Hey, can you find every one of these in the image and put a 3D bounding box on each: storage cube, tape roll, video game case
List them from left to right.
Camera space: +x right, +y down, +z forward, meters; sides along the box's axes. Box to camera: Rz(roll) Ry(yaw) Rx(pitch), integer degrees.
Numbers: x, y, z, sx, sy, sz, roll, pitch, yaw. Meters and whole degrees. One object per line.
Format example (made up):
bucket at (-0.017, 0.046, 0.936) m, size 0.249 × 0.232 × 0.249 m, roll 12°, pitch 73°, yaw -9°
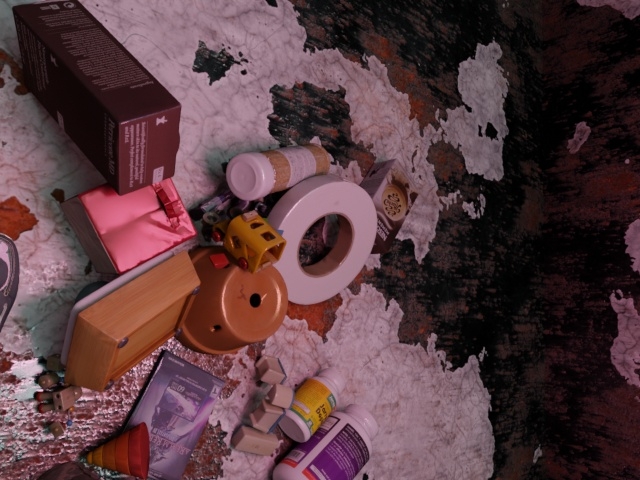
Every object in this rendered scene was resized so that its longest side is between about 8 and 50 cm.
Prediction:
storage cube at (-0.426, -0.049, 1.139) m, size 0.193 × 0.215 × 0.184 m, roll -32°, pitch 107°, yaw -33°
video game case at (-0.371, 0.436, 1.262) m, size 0.196 × 0.026 × 0.274 m, roll 40°, pitch 61°, yaw -32°
tape roll at (0.000, 0.000, 1.492) m, size 0.392 × 0.072 × 0.392 m, roll -19°, pitch 124°, yaw -31°

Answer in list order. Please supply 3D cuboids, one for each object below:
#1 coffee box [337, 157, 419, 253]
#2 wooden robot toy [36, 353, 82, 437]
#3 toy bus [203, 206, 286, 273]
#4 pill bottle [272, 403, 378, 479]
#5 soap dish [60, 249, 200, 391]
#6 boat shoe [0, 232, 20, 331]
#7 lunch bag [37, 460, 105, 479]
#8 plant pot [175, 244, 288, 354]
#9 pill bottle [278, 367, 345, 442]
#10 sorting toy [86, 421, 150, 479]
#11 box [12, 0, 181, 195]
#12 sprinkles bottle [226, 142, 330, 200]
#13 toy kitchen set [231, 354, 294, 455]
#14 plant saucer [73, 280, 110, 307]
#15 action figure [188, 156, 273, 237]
coffee box at (0.205, -0.116, 1.763) m, size 0.168 × 0.119 × 0.297 m, roll 48°, pitch 57°, yaw -28°
wooden robot toy at (-0.552, 0.325, 1.101) m, size 0.079 × 0.076 × 0.173 m, roll -13°, pitch 95°, yaw -77°
toy bus at (-0.175, -0.021, 1.216) m, size 0.202 × 0.104 × 0.191 m, roll 13°, pitch 41°, yaw -17°
pill bottle at (0.027, 0.629, 1.491) m, size 0.323 × 0.181 × 0.181 m, roll -34°, pitch 108°, yaw -38°
soap dish at (-0.396, 0.171, 1.097) m, size 0.118 × 0.229 × 0.291 m, roll 37°, pitch 36°, yaw 9°
boat shoe at (-0.654, 0.136, 0.988) m, size 0.116 × 0.099 × 0.319 m, roll 22°, pitch 71°, yaw -38°
lunch bag at (-0.516, 0.580, 0.977) m, size 0.169 × 0.235 × 0.287 m, roll 46°, pitch 59°, yaw -22°
plant pot at (-0.219, 0.153, 1.306) m, size 0.291 × 0.203 × 0.291 m, roll 4°, pitch 84°, yaw -42°
pill bottle at (-0.021, 0.476, 1.505) m, size 0.208 × 0.117 × 0.118 m, roll -39°, pitch 111°, yaw -39°
sorting toy at (-0.441, 0.590, 1.138) m, size 0.126 × 0.127 × 0.366 m, roll -3°, pitch 97°, yaw -11°
box at (-0.448, -0.292, 1.029) m, size 0.381 × 0.191 × 0.143 m, roll 43°, pitch 50°, yaw 17°
sprinkles bottle at (-0.104, -0.197, 1.414) m, size 0.355 × 0.121 × 0.121 m, roll -26°, pitch 103°, yaw -57°
toy kitchen set at (-0.153, 0.456, 1.431) m, size 0.122 × 0.166 × 0.207 m, roll 31°, pitch 103°, yaw -35°
plant saucer at (-0.499, 0.153, 1.177) m, size 0.119 × 0.021 × 0.119 m, roll 6°, pitch 82°, yaw -41°
action figure at (-0.218, -0.122, 1.406) m, size 0.185 × 0.099 × 0.285 m, roll 52°, pitch 51°, yaw -14°
